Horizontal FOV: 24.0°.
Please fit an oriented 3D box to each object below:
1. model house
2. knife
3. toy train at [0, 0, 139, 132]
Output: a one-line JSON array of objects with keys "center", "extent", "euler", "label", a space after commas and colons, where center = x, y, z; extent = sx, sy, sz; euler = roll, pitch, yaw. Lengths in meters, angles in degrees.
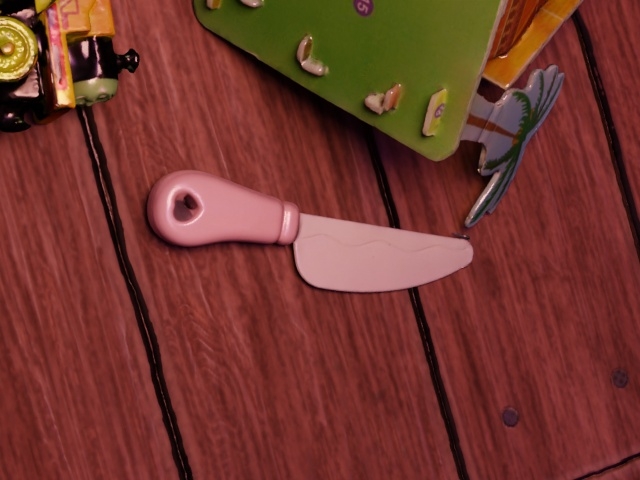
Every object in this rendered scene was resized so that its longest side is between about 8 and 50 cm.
[{"center": [0.091, -0.215, 1.422], "extent": [0.300, 0.340, 0.323], "euler": [33, 39, 24], "label": "model house"}, {"center": [-0.001, 0.003, 1.401], "extent": [0.336, 0.043, 0.081], "euler": [13, 85, -23], "label": "knife"}, {"center": [-0.245, -0.242, 1.295], "extent": [0.160, 0.100, 0.296], "euler": [-6, 87, -24], "label": "toy train"}]
